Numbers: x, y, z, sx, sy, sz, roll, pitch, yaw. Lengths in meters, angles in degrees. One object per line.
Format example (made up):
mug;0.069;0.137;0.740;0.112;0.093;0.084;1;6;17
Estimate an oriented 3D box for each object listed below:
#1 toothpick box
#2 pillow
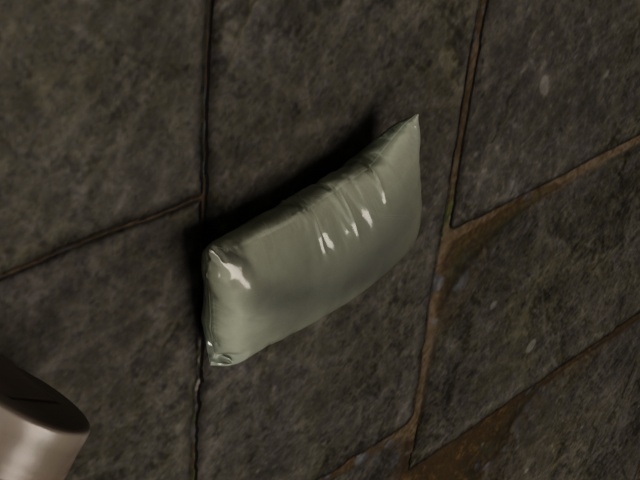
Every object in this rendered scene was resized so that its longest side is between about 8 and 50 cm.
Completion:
toothpick box;-0.247;0.176;0.840;0.181;0.111;0.111;-59;146;2
pillow;0.000;-0.001;1.042;0.254;0.078;0.144;-33;138;-32
